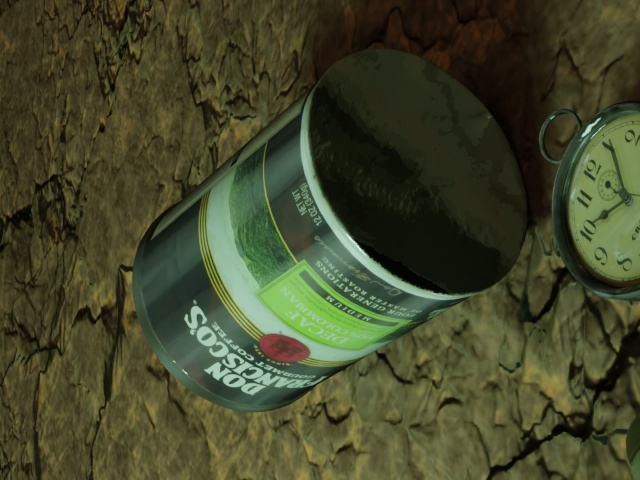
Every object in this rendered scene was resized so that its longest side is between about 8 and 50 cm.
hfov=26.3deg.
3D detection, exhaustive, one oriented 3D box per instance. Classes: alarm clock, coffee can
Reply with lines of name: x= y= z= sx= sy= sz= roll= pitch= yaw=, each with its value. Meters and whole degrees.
alarm clock: x=0.207 y=-0.034 z=0.914 sx=0.192 sy=0.064 sz=0.129 roll=48 pitch=124 yaw=45
coffee can: x=0.000 y=0.000 z=1.092 sx=0.275 sy=0.202 sz=0.201 roll=-36 pitch=56 yaw=48

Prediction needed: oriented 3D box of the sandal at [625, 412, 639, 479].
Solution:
sandal: x=0.252 y=0.113 z=0.849 sx=0.180 sy=0.049 sz=0.072 roll=124 pitch=144 yaw=-57
